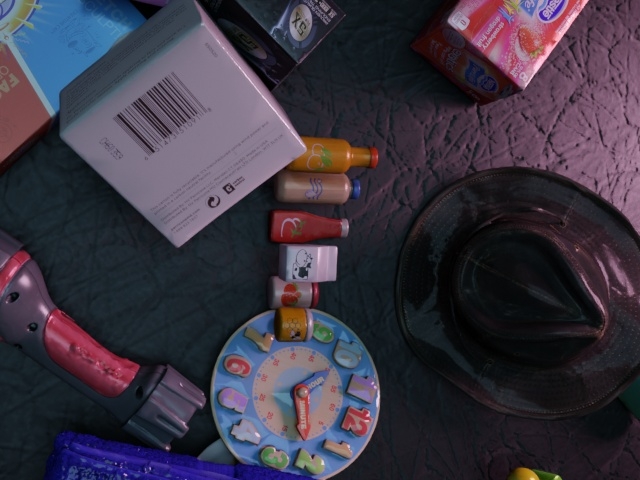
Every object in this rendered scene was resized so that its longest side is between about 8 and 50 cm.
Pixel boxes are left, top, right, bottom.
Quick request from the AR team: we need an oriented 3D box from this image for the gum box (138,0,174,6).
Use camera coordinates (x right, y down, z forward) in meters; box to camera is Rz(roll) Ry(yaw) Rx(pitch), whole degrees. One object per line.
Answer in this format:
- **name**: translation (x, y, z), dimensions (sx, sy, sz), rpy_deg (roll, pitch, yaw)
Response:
- **gum box**: translation (-0.196, -0.337, 0.863), dimensions (0.107, 0.062, 0.188), rpy_deg (9, 47, -14)

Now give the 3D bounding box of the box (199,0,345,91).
- **box**: translation (-0.073, -0.249, 0.879), dimensions (0.147, 0.180, 0.077), rpy_deg (44, 78, -11)

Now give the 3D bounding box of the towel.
- **towel**: translation (-0.146, 0.329, 0.812), dimensions (0.308, 0.076, 0.227), rpy_deg (15, 63, -11)

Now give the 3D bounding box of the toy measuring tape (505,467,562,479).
- **toy measuring tape**: translation (0.304, 0.428, 1.006), dimensions (0.121, 0.121, 0.330), rpy_deg (-32, 105, -13)

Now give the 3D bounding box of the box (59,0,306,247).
- **box**: translation (-0.144, -0.125, 0.835), dimensions (0.181, 0.119, 0.182), rpy_deg (-36, 126, 8)

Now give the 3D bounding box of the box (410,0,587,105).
- **box**: translation (0.247, -0.309, 0.991), dimensions (0.128, 0.122, 0.257), rpy_deg (38, 81, -11)

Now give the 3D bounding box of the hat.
- **hat**: translation (0.252, 0.059, 0.941), dimensions (0.331, 0.134, 0.331), rpy_deg (0, 85, 5)

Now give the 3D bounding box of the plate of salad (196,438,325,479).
- **plate of salad**: translation (-0.068, 0.316, 0.915), dimensions (0.200, 0.048, 0.199), rpy_deg (11, 68, -28)

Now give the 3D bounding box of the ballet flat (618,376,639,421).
- **ballet flat**: translation (0.404, 0.137, 1.049), dimensions (0.087, 0.083, 0.247), rpy_deg (-42, 100, -20)

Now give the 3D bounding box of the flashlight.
- **flashlight**: translation (-0.263, 0.109, 0.867), dimensions (0.304, 0.103, 0.103), rpy_deg (37, 78, -10)

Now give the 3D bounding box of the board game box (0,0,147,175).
- **board game box**: translation (-0.376, -0.264, 0.861), dimensions (0.242, 0.064, 0.316), rpy_deg (-45, 100, -11)

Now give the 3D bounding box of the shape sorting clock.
- **shape sorting clock**: translation (-0.026, 0.179, 0.939), dimensions (0.206, 0.040, 0.206), rpy_deg (5, 74, -19)

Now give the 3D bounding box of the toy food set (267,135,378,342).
- **toy food set**: translation (0.000, 0.000, 0.930), dimensions (0.105, 0.111, 0.232), rpy_deg (2, 92, -15)
